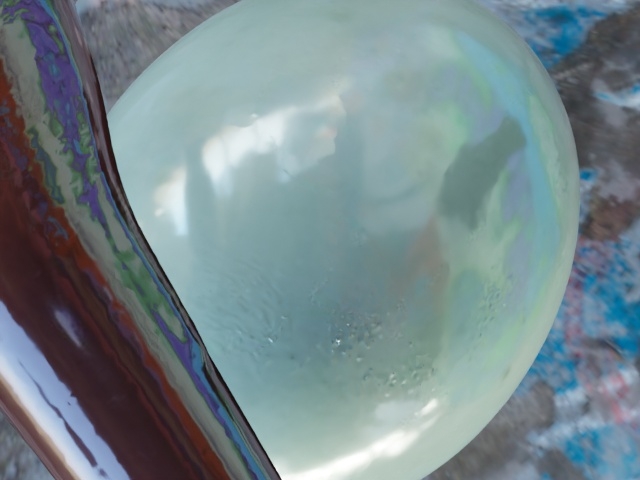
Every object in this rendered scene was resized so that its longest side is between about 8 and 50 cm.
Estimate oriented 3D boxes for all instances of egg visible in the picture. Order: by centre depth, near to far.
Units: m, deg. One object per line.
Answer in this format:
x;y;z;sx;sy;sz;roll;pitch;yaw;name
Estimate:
0.000;0.000;0.898;0.276;0.276;0.389;56;45;-14;egg

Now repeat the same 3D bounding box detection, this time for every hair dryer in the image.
-0.105;-0.055;0.612;0.123;0.340;0.312;-32;101;13;hair dryer
